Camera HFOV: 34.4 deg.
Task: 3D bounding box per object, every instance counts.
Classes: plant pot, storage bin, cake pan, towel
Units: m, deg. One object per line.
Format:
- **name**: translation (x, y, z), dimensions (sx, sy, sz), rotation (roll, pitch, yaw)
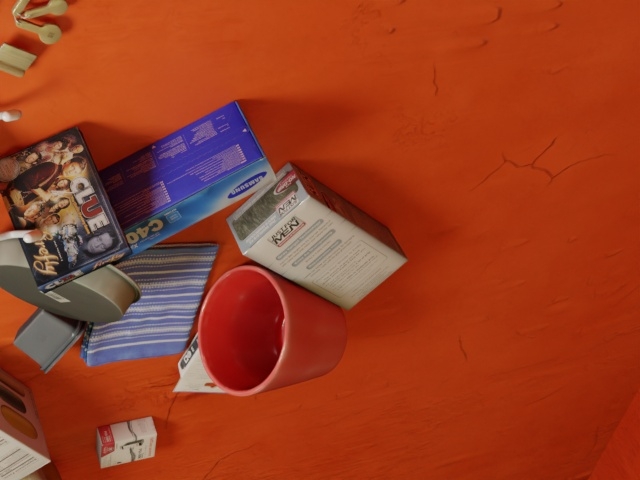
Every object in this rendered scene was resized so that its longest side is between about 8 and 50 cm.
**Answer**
- **plant pot**: translation (-0.088, 0.199, 2.244), dimensions (0.243, 0.275, 0.275), rotation (9, 129, -48)
- **storage bin**: translation (-0.546, 0.181, 2.078), dimensions (0.091, 0.098, 0.135), rotation (39, 110, -20)
- **cake pan**: translation (-0.474, 0.077, 1.884), dimensions (0.293, 0.054, 0.293), rotation (13, 157, 6)
- **towel**: translation (-0.361, 0.138, 2.172), dimensions (0.243, 0.040, 0.336), rotation (-3, 135, -29)

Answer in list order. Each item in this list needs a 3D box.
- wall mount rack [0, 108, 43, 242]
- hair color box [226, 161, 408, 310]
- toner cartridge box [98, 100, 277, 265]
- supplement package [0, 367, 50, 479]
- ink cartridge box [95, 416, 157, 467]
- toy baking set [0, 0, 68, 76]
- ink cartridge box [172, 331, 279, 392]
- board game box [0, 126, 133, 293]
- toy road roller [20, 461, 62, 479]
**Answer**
- **wall mount rack**: translation (-0.578, -0.076, 1.563), dimensions (0.304, 0.130, 0.350), rotation (-20, 107, -51)
- **hair color box**: translation (0.000, 0.000, 2.174), dimensions (0.185, 0.113, 0.374), rotation (-41, 140, 15)
- **toner cartridge box**: translation (-0.267, -0.102, 1.860), dimensions (0.348, 0.165, 0.075), rotation (-27, 143, 0)
- **supplement package**: translation (-0.718, 0.371, 2.087), dimensions (0.198, 0.199, 0.262), rotation (-31, 142, 2)
- **ink cartridge box**: translation (-0.465, 0.484, 2.478), dimensions (0.135, 0.056, 0.099), rotation (-9, 137, -22)
- **toy baking set**: translation (-0.499, -0.352, 1.557), dimensions (0.197, 0.030, 0.256), rotation (-34, 142, 2)
- **ink cartridge box**: translation (-0.219, 0.274, 2.400), dimensions (0.206, 0.045, 0.208), rotation (9, 128, -37)
- **board game box**: translation (-0.440, -0.054, 1.750), dimensions (0.165, 0.243, 0.042), rotation (-25, 164, -5)
- **toy road roller**: translation (-0.670, 0.565, 2.344), dimensions (0.241, 0.202, 0.329), rotation (-6, 143, -43)
